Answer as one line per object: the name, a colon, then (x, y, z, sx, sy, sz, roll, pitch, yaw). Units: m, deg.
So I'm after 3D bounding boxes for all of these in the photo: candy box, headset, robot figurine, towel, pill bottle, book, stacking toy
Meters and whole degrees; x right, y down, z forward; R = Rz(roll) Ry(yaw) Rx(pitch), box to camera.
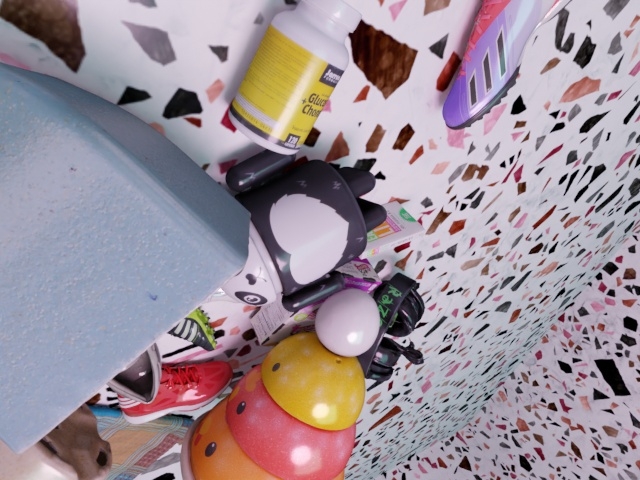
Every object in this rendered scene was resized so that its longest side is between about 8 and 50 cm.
candy box: (-0.011, 0.124, 0.896, 0.159, 0.071, 0.233, 14, 128, -48)
headset: (0.175, 0.229, 1.047, 0.243, 0.185, 0.394, -58, 162, -15)
robot figurine: (-0.040, -0.016, 0.665, 0.278, 0.209, 0.173, -27, 164, -14)
towel: (-0.475, 0.449, 0.918, 0.271, 0.040, 0.370, -40, 143, 5)
pill bottle: (-0.030, -0.206, 0.534, 0.103, 0.103, 0.184, 9, 124, -44)
book: (0.115, -0.021, 0.852, 0.144, 0.096, 0.035, -20, 139, -23)
stacking toy: (-0.029, 0.296, 0.856, 0.351, 0.351, 0.479, 13, 108, -46)

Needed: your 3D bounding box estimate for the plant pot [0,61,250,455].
plant pot: (-0.245, -0.021, 0.427, 0.248, 0.247, 0.252, -39, 105, 3)

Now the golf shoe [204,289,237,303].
golf shoe: (-0.199, 0.078, 0.717, 0.176, 0.069, 0.086, 35, 90, -42)

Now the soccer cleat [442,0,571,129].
soccer cleat: (0.273, -0.325, 0.674, 0.117, 0.108, 0.318, 20, 119, -26)

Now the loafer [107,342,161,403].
loafer: (-0.314, 0.147, 0.668, 0.112, 0.111, 0.319, -26, 142, -15)

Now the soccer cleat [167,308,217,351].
soccer cleat: (-0.243, 0.148, 0.780, 0.073, 0.060, 0.178, -24, 136, -2)

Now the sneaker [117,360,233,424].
sneaker: (-0.281, 0.276, 0.855, 0.221, 0.087, 0.128, -21, 141, -23)

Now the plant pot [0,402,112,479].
plant pot: (-0.493, 0.358, 0.612, 0.305, 0.334, 0.333, -41, 144, -14)
